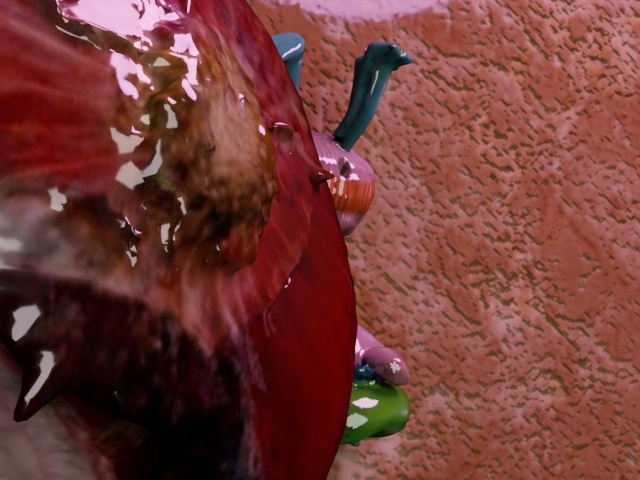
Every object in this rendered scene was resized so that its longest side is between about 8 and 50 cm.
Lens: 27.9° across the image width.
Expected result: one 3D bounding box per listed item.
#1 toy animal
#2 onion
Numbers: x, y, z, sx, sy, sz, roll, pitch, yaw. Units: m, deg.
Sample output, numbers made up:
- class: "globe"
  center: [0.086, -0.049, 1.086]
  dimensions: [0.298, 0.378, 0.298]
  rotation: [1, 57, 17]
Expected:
- class: "toy animal"
  center: [0.000, 0.000, 0.654]
  dimensions: [0.103, 0.100, 0.208]
  rotation: [0, 94, -64]
- class: "onion"
  center: [-0.144, -0.005, 0.473]
  dimensions: [0.341, 0.341, 0.341]
  rotation: [5, 79, -25]
